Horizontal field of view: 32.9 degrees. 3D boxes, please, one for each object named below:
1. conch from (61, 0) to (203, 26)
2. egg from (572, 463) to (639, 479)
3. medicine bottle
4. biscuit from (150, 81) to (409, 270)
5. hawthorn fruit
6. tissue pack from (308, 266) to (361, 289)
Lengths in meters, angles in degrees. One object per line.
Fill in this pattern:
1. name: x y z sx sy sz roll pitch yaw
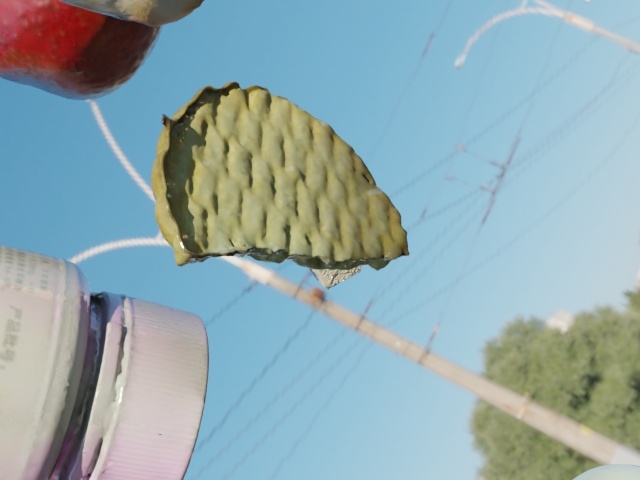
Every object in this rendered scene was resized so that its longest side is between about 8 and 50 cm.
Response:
1. conch: -0.117 -0.167 0.498 0.176 0.094 0.104 47 -120 -49
2. egg: 0.301 0.330 0.994 0.183 0.182 0.264 96 165 -47
3. medicine bottle: -0.277 0.132 1.016 0.241 0.301 0.241 -165 90 -70
4. biscuit: -0.042 -0.056 0.959 0.273 0.187 0.036 5 -29 -42
5. hawthorn fruit: -0.301 -0.323 1.332 0.307 0.265 0.265 -39 0 41
6. tissue pack: 0.000 0.000 1.273 0.058 0.094 0.074 -31 -53 0
